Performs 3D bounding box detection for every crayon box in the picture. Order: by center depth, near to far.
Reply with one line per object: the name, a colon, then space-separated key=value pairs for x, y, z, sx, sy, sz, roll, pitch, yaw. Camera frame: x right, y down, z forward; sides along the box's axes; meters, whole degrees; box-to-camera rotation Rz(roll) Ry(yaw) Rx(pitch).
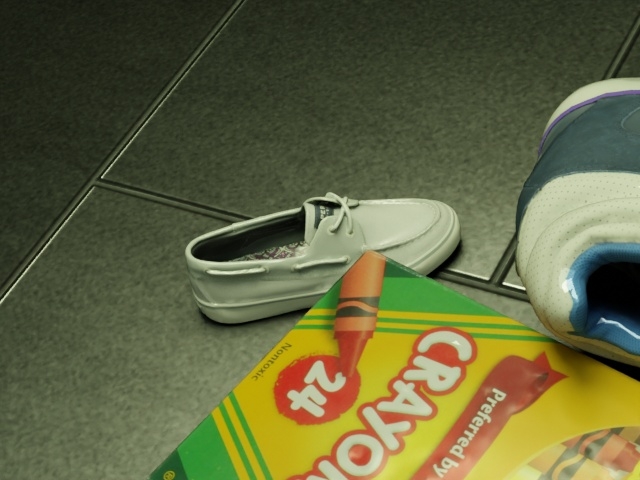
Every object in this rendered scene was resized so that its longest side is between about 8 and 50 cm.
crayon box: x=0.089 y=0.149 z=0.723 sx=0.318 sy=0.081 sz=0.202 roll=26 pitch=59 yaw=33

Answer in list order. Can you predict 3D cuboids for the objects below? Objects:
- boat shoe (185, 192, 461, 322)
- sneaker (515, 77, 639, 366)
boat shoe: x=0.000 y=0.000 z=0.899 sx=0.184 sy=0.063 sz=0.066 roll=-11 pitch=46 yaw=7
sneaker: x=0.267 y=0.000 z=0.735 sx=0.322 sy=0.130 sz=0.236 roll=1 pitch=33 yaw=12
